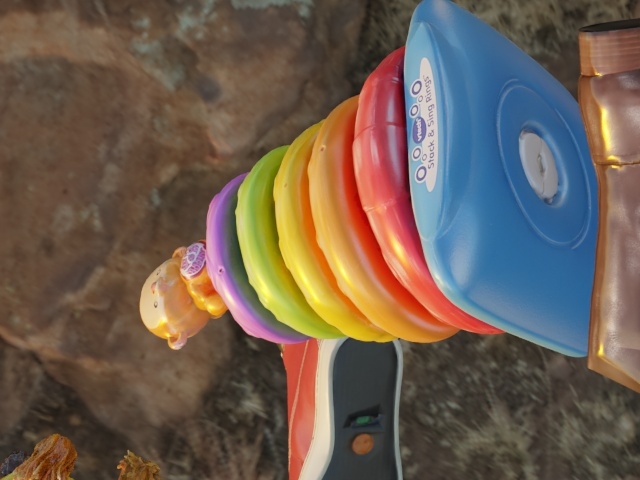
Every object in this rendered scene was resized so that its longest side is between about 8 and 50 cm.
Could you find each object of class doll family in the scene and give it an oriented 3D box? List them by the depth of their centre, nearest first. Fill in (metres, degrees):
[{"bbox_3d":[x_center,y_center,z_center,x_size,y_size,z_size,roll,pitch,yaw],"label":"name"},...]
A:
[{"bbox_3d":[-0.241,0.291,1.409,0.263,0.118,0.163,22,65,-6],"label":"doll family"}]

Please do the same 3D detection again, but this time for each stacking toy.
[{"bbox_3d":[0.000,0.000,0.790,0.302,0.166,0.175,-19,61,36],"label":"stacking toy"}]

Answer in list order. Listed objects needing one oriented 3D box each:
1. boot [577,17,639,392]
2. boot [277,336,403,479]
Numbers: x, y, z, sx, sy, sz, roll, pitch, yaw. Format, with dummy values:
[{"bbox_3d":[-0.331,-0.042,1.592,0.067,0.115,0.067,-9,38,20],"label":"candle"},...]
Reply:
[{"bbox_3d":[0.125,-0.007,0.383,0.106,0.037,0.114,-1,106,21],"label":"boot"},{"bbox_3d":[0.001,0.156,1.166,0.176,0.088,0.244,-140,54,-65],"label":"boot"}]
